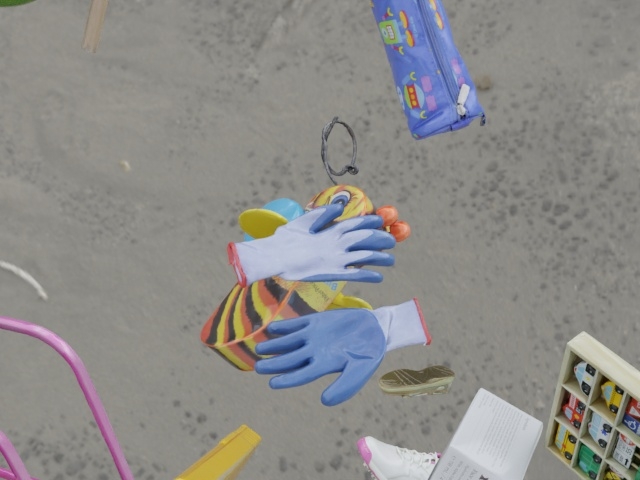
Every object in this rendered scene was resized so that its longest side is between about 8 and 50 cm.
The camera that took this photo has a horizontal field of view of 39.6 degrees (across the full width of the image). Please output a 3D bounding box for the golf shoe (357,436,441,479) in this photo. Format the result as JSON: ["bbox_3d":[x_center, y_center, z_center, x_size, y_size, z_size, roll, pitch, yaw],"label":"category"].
[{"bbox_3d":[0.205,0.488,1.902,0.140,0.306,0.115,-43,29,11],"label":"golf shoe"}]

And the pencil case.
[{"bbox_3d":[0.162,-0.306,1.400,0.119,0.306,0.133,-24,13,-17],"label":"pencil case"}]

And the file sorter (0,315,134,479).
[{"bbox_3d":[-0.271,0.196,0.529,0.182,0.202,0.291,7,40,25],"label":"file sorter"}]

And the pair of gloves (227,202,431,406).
[{"bbox_3d":[0.007,0.053,0.795,0.159,0.023,0.198,-13,57,-9],"label":"pair of gloves"}]

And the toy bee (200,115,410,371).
[{"bbox_3d":[0.000,0.000,0.911,0.162,0.195,0.298,8,82,46],"label":"toy bee"}]

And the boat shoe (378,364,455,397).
[{"bbox_3d":[0.164,0.250,1.524,0.153,0.048,0.056,-5,26,-36],"label":"boat shoe"}]

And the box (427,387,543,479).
[{"bbox_3d":[0.244,0.366,1.399,0.119,0.181,0.182,29,30,13],"label":"box"}]

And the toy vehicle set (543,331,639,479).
[{"bbox_3d":[0.408,0.268,1.263,0.035,0.267,0.166,-32,51,-25],"label":"toy vehicle set"}]

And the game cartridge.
[{"bbox_3d":[-0.203,0.396,1.193,0.052,0.323,0.285,35,95,6],"label":"game cartridge"}]

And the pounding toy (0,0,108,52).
[{"bbox_3d":[-0.302,-0.296,0.836,0.237,0.183,0.110,26,20,-6],"label":"pounding toy"}]
